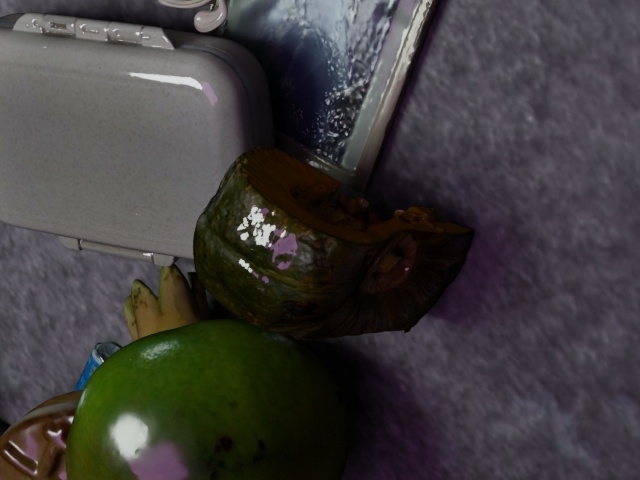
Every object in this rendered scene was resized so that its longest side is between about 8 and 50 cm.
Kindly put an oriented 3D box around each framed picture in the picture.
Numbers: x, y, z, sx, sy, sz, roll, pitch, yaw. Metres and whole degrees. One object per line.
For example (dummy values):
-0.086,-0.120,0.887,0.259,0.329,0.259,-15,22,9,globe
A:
-0.001,-0.248,1.865,0.247,0.022,0.335,29,116,17,framed picture

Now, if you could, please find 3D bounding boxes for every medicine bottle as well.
-0.286,0.210,2.119,0.051,0.051,0.191,34,116,14,medicine bottle
-0.227,-0.116,1.941,0.375,0.123,0.282,9,118,24,medicine bottle

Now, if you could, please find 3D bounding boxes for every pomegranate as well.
-0.128,0.170,1.892,0.216,0.309,0.358,107,149,-56,pomegranate

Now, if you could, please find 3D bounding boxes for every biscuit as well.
-0.220,0.320,2.055,0.366,0.115,0.268,34,115,-1,biscuit

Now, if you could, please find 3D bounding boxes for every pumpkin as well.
-0.001,0.001,1.823,0.190,0.280,0.139,39,115,33,pumpkin

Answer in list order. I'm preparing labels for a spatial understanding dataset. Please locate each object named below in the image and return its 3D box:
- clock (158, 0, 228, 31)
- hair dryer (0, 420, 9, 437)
-0.133,-0.321,1.861,0.151,0.062,0.191,-47,67,27,clock
-0.411,0.267,2.217,0.079,0.031,0.083,47,133,-3,hair dryer
